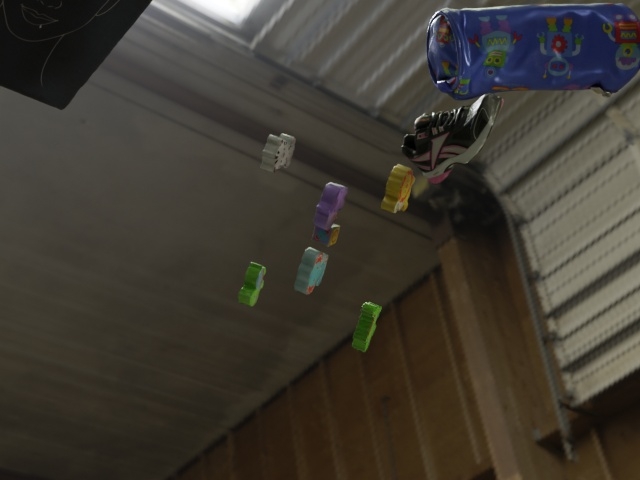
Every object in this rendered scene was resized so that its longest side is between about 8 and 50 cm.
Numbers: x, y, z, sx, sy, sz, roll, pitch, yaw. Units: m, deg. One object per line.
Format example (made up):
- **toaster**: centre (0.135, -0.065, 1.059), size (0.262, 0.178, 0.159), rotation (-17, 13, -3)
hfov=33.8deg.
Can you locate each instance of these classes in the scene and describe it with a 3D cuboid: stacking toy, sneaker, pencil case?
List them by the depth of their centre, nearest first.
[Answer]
- **stacking toy**: centre (0.000, 0.000, 1.187), size (0.166, 0.052, 0.221), rotation (20, -73, 19)
- **sneaker**: centre (0.157, -0.134, 1.330), size (0.178, 0.077, 0.072), rotation (-45, -164, 53)
- **pencil case**: centre (0.304, -0.264, 1.485), size (0.119, 0.306, 0.133), rotation (-168, -105, -77)

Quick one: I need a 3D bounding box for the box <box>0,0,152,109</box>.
- **box**: centre (-0.453, -0.508, 1.495), size (0.472, 0.479, 0.297), rotation (-44, -125, 20)
